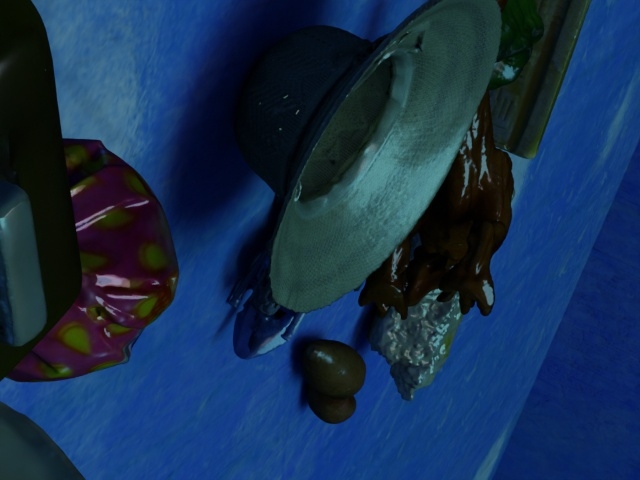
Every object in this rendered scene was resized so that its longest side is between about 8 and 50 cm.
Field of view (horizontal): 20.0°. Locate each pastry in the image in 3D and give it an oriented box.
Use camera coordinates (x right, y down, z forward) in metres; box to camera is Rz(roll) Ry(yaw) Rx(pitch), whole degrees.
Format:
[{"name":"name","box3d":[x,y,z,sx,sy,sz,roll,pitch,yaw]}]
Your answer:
[{"name":"pastry","box3d":[0.120,0.033,1.821,0.258,0.089,0.121,-65,169,8]}]

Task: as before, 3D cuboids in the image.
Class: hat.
[{"name":"hat","box3d":[0.005,-0.081,1.189,0.252,0.110,0.252,-47,159,-24]}]

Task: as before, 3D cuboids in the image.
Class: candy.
[{"name":"candy","box3d":[-0.169,-0.021,0.756,0.124,0.124,0.365,-62,157,-5]}]

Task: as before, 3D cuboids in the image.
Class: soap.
[{"name":"soap","box3d":[0.193,-0.195,1.677,0.037,0.092,0.252,-47,158,-53]}]

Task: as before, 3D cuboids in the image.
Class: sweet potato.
[{"name":"sweet potato","box3d":[0.013,0.127,1.679,0.202,0.058,0.055,76,22,-67]}]

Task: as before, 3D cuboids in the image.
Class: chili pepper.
[{"name":"chili pepper","box3d":[0.116,-0.150,1.519,0.253,0.083,0.099,-43,165,-45]}]

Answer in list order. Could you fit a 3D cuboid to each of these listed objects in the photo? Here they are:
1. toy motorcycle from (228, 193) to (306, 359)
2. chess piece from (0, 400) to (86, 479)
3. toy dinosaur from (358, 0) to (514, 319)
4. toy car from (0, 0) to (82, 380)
[{"name":"toy motorcycle","box3d":[0.000,0.000,1.396,0.205,0.076,0.114,-51,168,-39]},{"name":"chess piece","box3d":[-0.243,0.275,0.755,0.234,0.234,0.442,-42,157,-55]},{"name":"toy dinosaur","box3d":[0.109,-0.041,1.394,0.432,0.097,0.208,107,3,-52]},{"name":"toy car","box3d":[-0.157,-0.030,0.497,0.204,0.198,0.248,-46,145,-41]}]
